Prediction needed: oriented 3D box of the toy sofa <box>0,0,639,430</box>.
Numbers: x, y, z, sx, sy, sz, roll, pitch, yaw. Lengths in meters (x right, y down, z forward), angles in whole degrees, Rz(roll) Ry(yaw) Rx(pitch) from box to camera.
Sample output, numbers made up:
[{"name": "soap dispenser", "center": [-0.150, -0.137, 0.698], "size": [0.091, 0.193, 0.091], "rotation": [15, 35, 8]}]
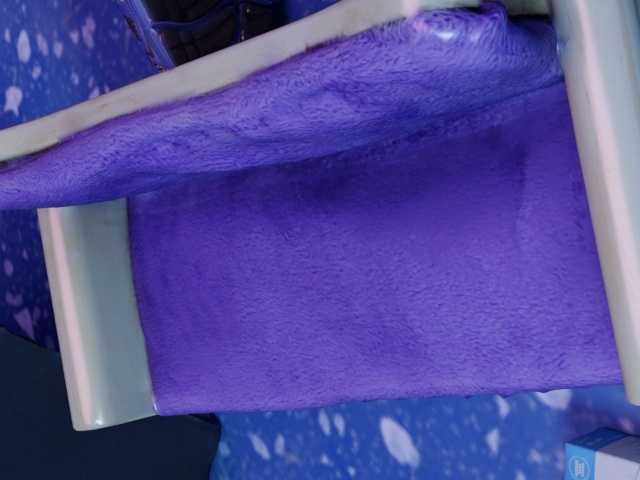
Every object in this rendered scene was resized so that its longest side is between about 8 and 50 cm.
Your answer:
[{"name": "toy sofa", "center": [0.000, 0.000, 0.581], "size": [0.362, 0.177, 0.150], "rotation": [-11, 90, 47]}]

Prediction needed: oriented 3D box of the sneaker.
[{"name": "sneaker", "center": [-0.091, -0.160, 0.731], "size": [0.221, 0.083, 0.087], "rotation": [66, 150, 22]}]

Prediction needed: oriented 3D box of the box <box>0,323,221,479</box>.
[{"name": "box", "center": [-0.335, 0.326, 0.771], "size": [0.480, 0.297, 0.471], "rotation": [-35, 37, 46]}]

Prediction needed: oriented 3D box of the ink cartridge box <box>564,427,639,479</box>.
[{"name": "ink cartridge box", "center": [0.140, 0.111, 0.560], "size": [0.083, 0.028, 0.048], "rotation": [10, 106, 45]}]
